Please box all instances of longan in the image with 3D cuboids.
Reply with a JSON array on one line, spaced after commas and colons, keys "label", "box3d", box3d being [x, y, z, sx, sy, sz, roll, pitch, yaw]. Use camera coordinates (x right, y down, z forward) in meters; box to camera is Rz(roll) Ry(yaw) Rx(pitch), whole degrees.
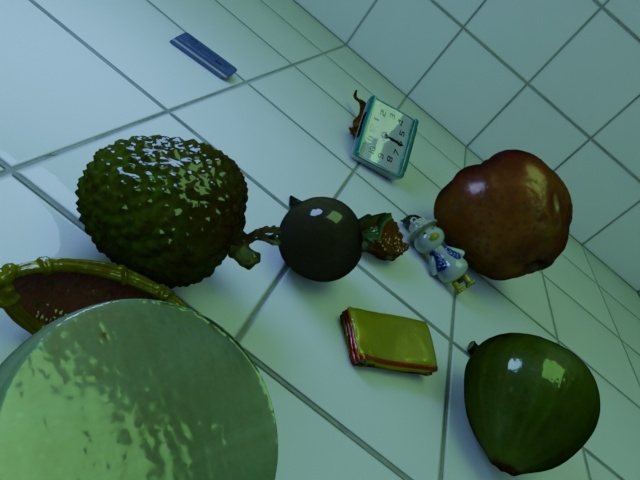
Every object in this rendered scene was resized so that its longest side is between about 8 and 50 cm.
[{"label": "longan", "box3d": [0.000, 0.000, 1.096, 0.197, 0.196, 0.220, 64, 0, 32]}]

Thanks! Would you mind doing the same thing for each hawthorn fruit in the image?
[{"label": "hawthorn fruit", "box3d": [0.658, -0.081, 1.691, 0.471, 0.472, 0.472, 28, 34, -21]}]

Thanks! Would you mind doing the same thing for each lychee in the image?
[{"label": "lychee", "box3d": [-0.249, -0.051, 0.829, 0.270, 0.270, 0.320, 59, 16, 27]}]

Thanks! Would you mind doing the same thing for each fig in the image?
[{"label": "fig", "box3d": [0.458, 0.373, 1.074, 0.316, 0.316, 0.316, 28, 34, -21]}]

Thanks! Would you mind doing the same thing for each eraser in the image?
[{"label": "eraser", "box3d": [-0.390, -0.618, 1.590, 0.225, 0.036, 0.082, 34, 34, -13]}]

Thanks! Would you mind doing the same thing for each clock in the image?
[{"label": "clock", "box3d": [0.241, -0.391, 1.853, 0.231, 0.116, 0.262, 23, 73, -20]}]

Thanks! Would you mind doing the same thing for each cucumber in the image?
[{"label": "cucumber", "box3d": [0.484, 0.347, 1.339, 0.163, 0.043, 0.039, 41, 59, -3]}]

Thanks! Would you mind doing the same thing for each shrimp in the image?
[{"label": "shrimp", "box3d": [0.323, -0.060, 1.656, 0.165, 0.056, 0.065, -5, 60, -47]}]

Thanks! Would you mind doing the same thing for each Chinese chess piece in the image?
[{"label": "Chinese chess piece", "box3d": [-0.220, 0.242, 0.568, 0.349, 0.146, 0.349, 27, 41, -26]}]

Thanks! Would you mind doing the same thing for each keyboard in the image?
[{"label": "keyboard", "box3d": [-0.023, -0.077, 1.343, 0.155, 0.010, 0.053, 28, 35, -21]}]

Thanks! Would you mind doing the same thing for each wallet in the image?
[{"label": "wallet", "box3d": [0.160, 0.242, 1.105, 0.241, 0.067, 0.141, 16, 44, -28]}]

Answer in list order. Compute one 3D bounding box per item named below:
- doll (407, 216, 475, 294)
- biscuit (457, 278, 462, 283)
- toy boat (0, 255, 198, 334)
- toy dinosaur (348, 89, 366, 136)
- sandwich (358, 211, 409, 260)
[{"label": "doll", "box3d": [0.386, 0.037, 1.547, 0.293, 0.138, 0.119, 56, -6, 19]}, {"label": "biscuit", "box3d": [0.422, 0.065, 1.629, 0.064, 0.034, 0.199, -10, 58, -52]}, {"label": "toy boat", "box3d": [-0.315, 0.104, 0.700, 0.318, 0.099, 0.141, 25, 79, -38]}, {"label": "toy dinosaur", "box3d": [0.214, -0.504, 2.054, 0.208, 0.097, 0.432, 27, 34, -12]}, {"label": "sandwich", "box3d": [0.168, 0.000, 1.380, 0.160, 0.109, 0.185, 59, 28, -9]}]
